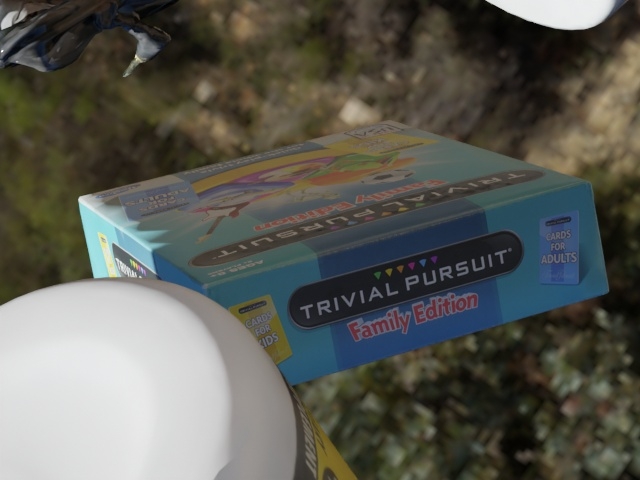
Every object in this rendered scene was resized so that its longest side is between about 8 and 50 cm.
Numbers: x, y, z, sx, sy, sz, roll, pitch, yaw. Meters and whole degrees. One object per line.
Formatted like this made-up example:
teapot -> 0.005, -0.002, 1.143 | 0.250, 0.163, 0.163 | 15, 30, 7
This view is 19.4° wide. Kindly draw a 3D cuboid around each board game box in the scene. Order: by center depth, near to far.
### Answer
board game box -> 0.000, 0.000, 1.267 | 0.336, 0.254, 0.079 | -154, 51, -68

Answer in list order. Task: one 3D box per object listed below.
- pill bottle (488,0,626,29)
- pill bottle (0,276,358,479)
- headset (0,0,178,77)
pill bottle -> 0.113, -0.196, 0.469 | 0.162, 0.278, 0.162 | 42, 172, 7
pill bottle -> -0.033, 0.184, 0.713 | 0.188, 0.188, 0.334 | 36, 164, 49
headset -> -0.233, -0.182, 1.002 | 0.394, 0.185, 0.243 | 36, 147, 42
